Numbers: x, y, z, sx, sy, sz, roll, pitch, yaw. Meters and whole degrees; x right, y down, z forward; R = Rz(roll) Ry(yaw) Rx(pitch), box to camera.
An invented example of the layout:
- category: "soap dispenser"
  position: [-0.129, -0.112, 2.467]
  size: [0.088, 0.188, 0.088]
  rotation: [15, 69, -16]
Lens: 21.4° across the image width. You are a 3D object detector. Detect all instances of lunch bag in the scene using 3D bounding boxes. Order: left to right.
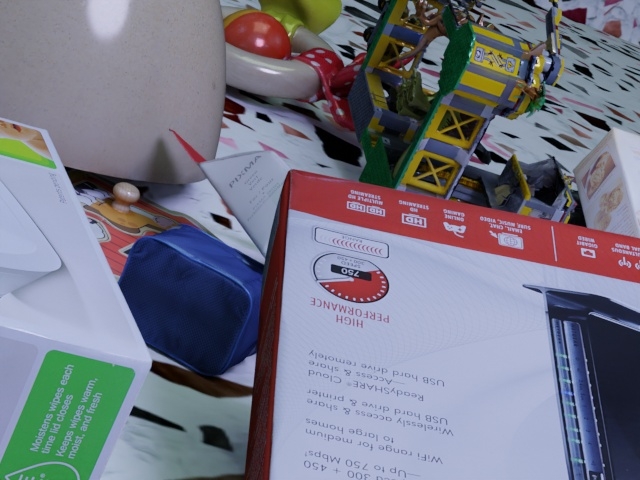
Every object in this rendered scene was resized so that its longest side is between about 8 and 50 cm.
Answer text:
- category: "lunch bag"
  position: [-0.070, 0.035, 1.039]
  size: [0.098, 0.067, 0.065]
  rotation: [30, 19, 11]

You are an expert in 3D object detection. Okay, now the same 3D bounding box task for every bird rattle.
- category: "bird rattle"
  position: [-0.041, -0.180, 1.720]
  size: [0.207, 0.143, 0.253]
  rotation: [0, 39, -28]

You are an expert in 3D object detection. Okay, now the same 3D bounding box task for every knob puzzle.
- category: "knob puzzle"
  position: [-0.121, -0.004, 1.157]
  size: [0.213, 0.030, 0.213]
  rotation: [22, 16, -7]

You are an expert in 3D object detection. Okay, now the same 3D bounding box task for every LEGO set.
- category: "LEGO set"
  position: [0.156, -0.117, 1.497]
  size: [0.192, 0.255, 0.331]
  rotation: [17, 21, -16]

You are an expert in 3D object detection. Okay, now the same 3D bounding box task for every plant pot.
- category: "plant pot"
  position: [-0.189, -0.182, 1.285]
  size: [0.284, 0.191, 0.284]
  rotation: [18, 13, -4]

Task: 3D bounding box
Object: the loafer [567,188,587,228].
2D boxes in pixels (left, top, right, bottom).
- category: "loafer"
  position: [0.285, -0.009, 1.620]
  size: [0.223, 0.076, 0.078]
  rotation: [11, 29, -25]

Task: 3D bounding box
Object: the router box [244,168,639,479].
- category: "router box"
  position: [0.133, 0.109, 0.835]
  size: [0.336, 0.082, 0.301]
  rotation: [11, 35, -7]

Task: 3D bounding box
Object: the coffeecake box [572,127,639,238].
- category: "coffeecake box"
  position: [0.315, 0.005, 1.508]
  size: [0.142, 0.068, 0.185]
  rotation: [16, 46, -24]

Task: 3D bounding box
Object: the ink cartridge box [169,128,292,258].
- category: "ink cartridge box"
  position: [0.000, 0.000, 1.150]
  size: [0.181, 0.056, 0.224]
  rotation: [43, 6, -31]

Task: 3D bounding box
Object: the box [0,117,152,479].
- category: "box"
  position: [-0.231, 0.020, 0.785]
  size: [0.231, 0.126, 0.262]
  rotation: [17, 19, -26]
